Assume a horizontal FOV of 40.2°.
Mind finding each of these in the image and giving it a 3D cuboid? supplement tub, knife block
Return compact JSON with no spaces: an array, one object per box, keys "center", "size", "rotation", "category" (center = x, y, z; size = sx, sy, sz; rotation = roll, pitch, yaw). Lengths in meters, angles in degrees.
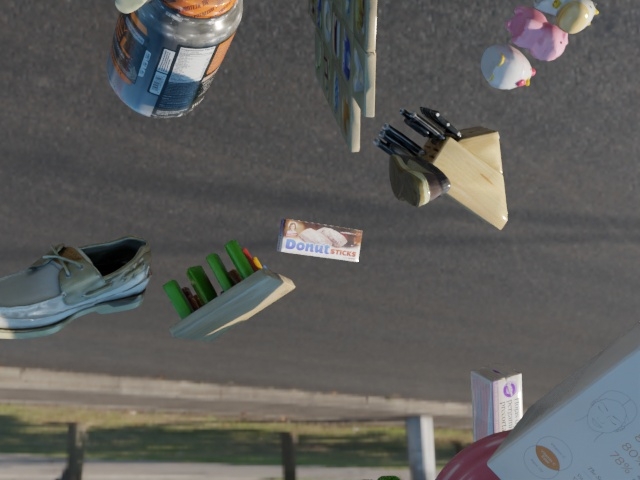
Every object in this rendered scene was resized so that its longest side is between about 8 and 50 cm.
[{"center":[-0.267,-0.391,1.610],"size":[0.207,0.207,0.338],"rotation":[6,153,-21],"category":"supplement tub"},{"center":[0.239,-0.138,1.760],"size":[0.242,0.276,0.088],"rotation":[-14,-162,-11],"category":"knife block"}]

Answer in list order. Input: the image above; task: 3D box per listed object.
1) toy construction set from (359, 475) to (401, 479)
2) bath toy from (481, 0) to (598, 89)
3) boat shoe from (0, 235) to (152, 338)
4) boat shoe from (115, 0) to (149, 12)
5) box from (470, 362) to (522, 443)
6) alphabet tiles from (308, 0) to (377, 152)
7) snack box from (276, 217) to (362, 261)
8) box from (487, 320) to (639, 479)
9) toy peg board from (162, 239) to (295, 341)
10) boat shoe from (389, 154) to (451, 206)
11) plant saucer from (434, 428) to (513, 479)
[{"center":[-0.036,0.466,1.136],"size":[0.257,0.309,0.237],"rotation":[12,162,-40],"category":"toy construction set"},{"center":[0.484,-0.451,1.871],"size":[0.129,0.151,0.348],"rotation":[7,142,-26],"category":"bath toy"},{"center":[-0.364,0.055,1.244],"size":[0.113,0.103,0.302],"rotation":[32,-155,23],"category":"boat shoe"},{"center":[-0.255,-0.395,1.347],"size":[0.137,0.043,0.049],"rotation":[-24,119,18],"category":"boat shoe"},{"center":[0.300,0.372,1.473],"size":[0.063,0.324,0.067],"rotation":[-10,-168,-24],"category":"box"},{"center":[0.016,-0.260,0.847],"size":[0.011,0.343,0.285],"rotation":[-4,120,-8],"category":"alphabet tiles"},{"center":[0.000,0.000,1.704],"size":[0.178,0.064,0.022],"rotation":[8,-178,-31],"category":"snack box"},{"center":[0.421,0.245,1.122],"size":[0.168,0.215,0.345],"rotation":[-31,164,-51],"category":"box"},{"center":[-0.140,0.071,1.290],"size":[0.161,0.079,0.160],"rotation":[-32,166,6],"category":"toy peg board"},{"center":[0.174,-0.109,1.561],"size":[0.073,0.080,0.223],"rotation":[-8,-165,-6],"category":"boat shoe"},{"center":[0.318,0.454,1.319],"size":[0.332,0.332,0.084],"rotation":[-1,-174,0],"category":"plant saucer"}]
